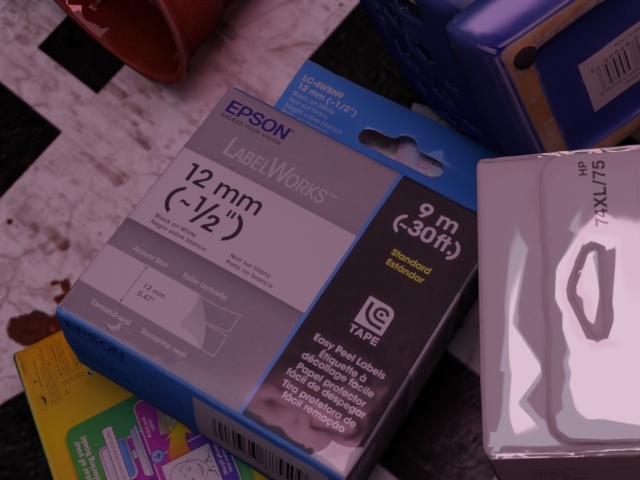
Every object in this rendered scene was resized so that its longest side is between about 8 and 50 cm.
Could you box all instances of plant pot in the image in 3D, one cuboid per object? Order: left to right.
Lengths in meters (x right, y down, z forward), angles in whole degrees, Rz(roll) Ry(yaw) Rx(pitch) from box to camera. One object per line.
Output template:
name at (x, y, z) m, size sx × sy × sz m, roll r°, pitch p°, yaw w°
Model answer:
plant pot at (-0.132, -0.335, 1.106) m, size 0.272 × 0.272 × 0.265 m, roll 36°, pitch 73°, yaw 25°
plant pot at (0.176, -0.194, 0.926) m, size 0.236 × 0.236 × 0.212 m, roll -35°, pitch 48°, yaw 1°

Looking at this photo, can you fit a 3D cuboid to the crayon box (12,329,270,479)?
crayon box at (-0.126, 0.182, 0.973) m, size 0.165 × 0.081 × 0.278 m, roll -27°, pitch 64°, yaw 3°

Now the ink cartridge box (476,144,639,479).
ink cartridge box at (0.219, 0.080, 0.821) m, size 0.197 × 0.270 × 0.198 m, roll -4°, pitch 67°, yaw 13°

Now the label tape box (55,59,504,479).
label tape box at (0.000, 0.000, 0.938) m, size 0.249 × 0.115 × 0.348 m, roll 28°, pitch 67°, yaw 14°

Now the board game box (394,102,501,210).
board game box at (0.113, -0.072, 1.051) m, size 0.090 × 0.020 × 0.090 m, roll 13°, pitch 72°, yaw 18°
